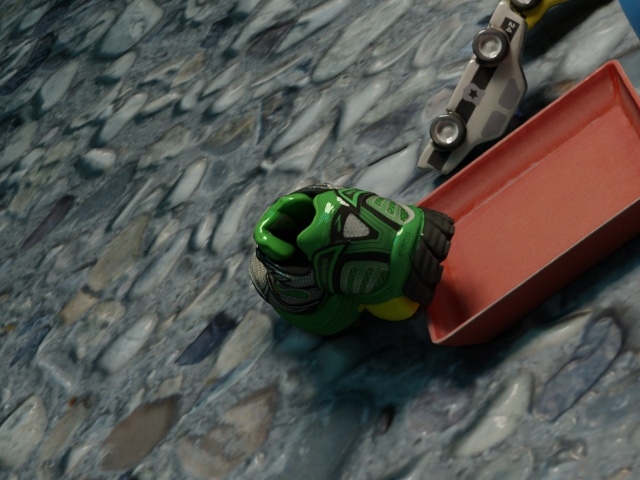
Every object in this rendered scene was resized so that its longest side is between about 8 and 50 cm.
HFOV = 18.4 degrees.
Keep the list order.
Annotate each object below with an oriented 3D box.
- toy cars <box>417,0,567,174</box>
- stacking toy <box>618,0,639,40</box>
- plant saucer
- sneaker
[{"bbox_3d":[0.216,-0.215,2.028,0.394,0.087,0.176,-60,-6,-32],"label":"toy cars"},{"bbox_3d":[0.369,-0.267,1.741,0.165,0.175,0.302,-25,17,28],"label":"stacking toy"},{"bbox_3d":[0.200,-0.027,1.782,0.259,0.048,0.258,-36,24,13],"label":"plant saucer"},{"bbox_3d":[0.000,0.000,1.858,0.134,0.146,0.343,-69,16,-14],"label":"sneaker"}]
